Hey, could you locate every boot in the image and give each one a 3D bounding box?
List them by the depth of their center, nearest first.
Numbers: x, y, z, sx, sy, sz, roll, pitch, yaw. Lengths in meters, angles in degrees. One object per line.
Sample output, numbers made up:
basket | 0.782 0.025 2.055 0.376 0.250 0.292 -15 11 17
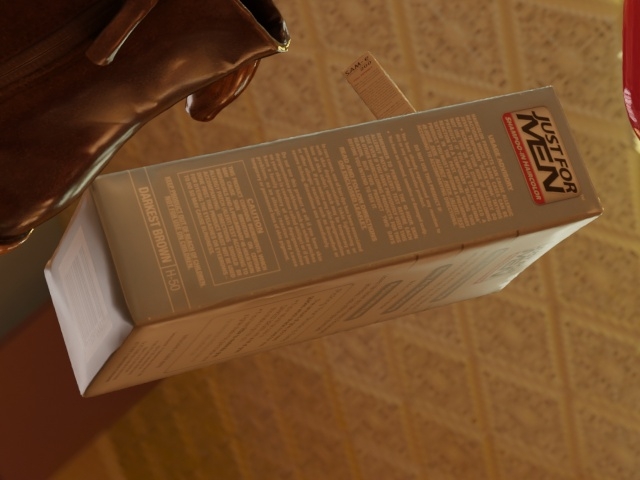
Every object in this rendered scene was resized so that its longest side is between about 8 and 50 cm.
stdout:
boot | -0.157 -0.087 0.498 0.207 0.090 0.248 -31 -45 22

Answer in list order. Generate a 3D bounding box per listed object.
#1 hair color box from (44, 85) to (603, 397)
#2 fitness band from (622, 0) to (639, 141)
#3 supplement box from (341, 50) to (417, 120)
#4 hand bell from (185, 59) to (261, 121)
hair color box | 0.000 0.000 1.160 0.185 0.375 0.113 -46 -121 61
fitness band | 0.344 -0.192 1.282 0.054 0.209 0.290 35 -47 57
supplement box | 0.065 -0.139 1.542 0.098 0.036 0.062 52 5 -1
hand bell | -0.031 -0.143 0.807 0.126 0.126 0.242 42 -41 9
